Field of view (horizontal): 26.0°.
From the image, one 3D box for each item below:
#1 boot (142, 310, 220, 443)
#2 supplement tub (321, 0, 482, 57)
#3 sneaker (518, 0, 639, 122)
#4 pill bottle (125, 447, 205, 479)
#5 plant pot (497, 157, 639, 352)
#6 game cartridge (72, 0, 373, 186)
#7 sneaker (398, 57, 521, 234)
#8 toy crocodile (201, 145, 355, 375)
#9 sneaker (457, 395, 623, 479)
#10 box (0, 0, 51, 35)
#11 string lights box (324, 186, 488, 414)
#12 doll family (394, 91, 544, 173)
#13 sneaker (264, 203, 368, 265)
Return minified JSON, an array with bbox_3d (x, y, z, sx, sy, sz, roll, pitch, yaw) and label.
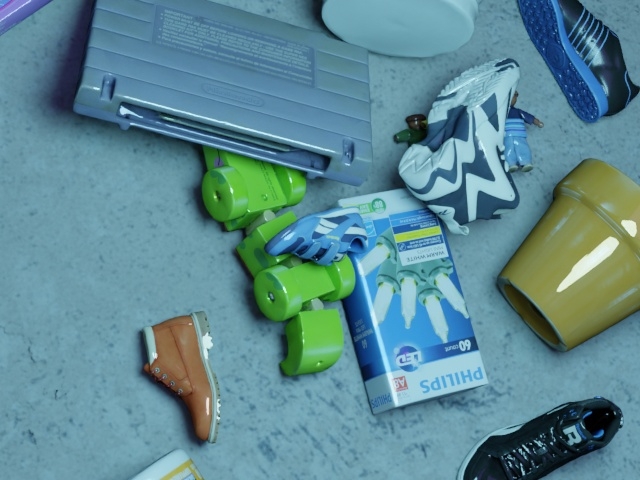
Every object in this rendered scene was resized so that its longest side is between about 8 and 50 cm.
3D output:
[{"bbox_3d":[-0.162,0.165,1.615,0.084,0.059,0.158,-8,70,-17],"label":"boot"},{"bbox_3d":[0.117,-0.416,1.767,0.228,0.228,0.316,13,71,-14],"label":"supplement tub"},{"bbox_3d":[0.352,-0.277,1.890,0.090,0.081,0.232,-27,92,-25],"label":"sneaker"},{"bbox_3d":[-0.142,0.377,1.508,0.152,0.152,0.272,-32,87,-23],"label":"pill bottle"},{"bbox_3d":[0.333,0.034,1.745,0.188,0.205,0.205,-41,90,-7],"label":"plant pot"},{"bbox_3d":[-0.111,-0.196,1.677,0.355,0.068,0.230,14,40,-14],"label":"game cartridge"},{"bbox_3d":[0.201,-0.106,1.724,0.153,0.094,0.235,56,49,-32],"label":"sneaker"},{"bbox_3d":[-0.061,-0.001,1.671,0.115,0.105,0.341,-20,79,-39],"label":"toy crocodile"},{"bbox_3d":[0.273,0.248,1.694,0.216,0.121,0.079,-27,84,-22],"label":"sneaker"},{"bbox_3d":[-0.405,-0.353,1.647,0.293,0.057,0.201,-37,90,-13],"label":"box"},{"bbox_3d":[0.101,0.071,1.710,0.133,0.077,0.260,-12,79,-23],"label":"string lights box"},{"bbox_3d":[0.196,-0.139,1.805,0.193,0.076,0.111,0,71,-23],"label":"doll family"},{"bbox_3d":[0.000,0.000,1.608,0.144,0.053,0.059,-16,78,-37],"label":"sneaker"}]
